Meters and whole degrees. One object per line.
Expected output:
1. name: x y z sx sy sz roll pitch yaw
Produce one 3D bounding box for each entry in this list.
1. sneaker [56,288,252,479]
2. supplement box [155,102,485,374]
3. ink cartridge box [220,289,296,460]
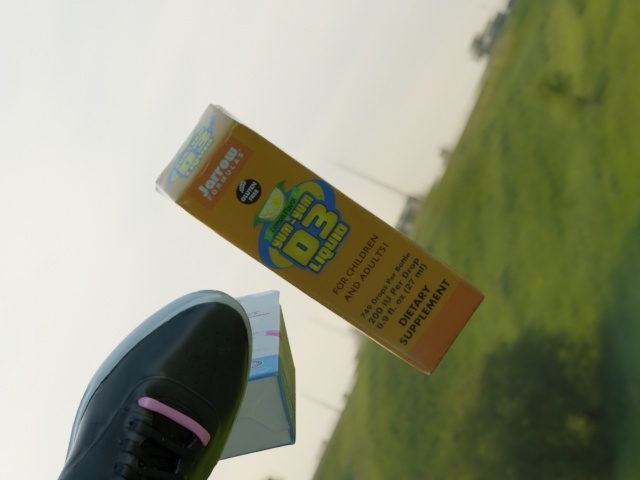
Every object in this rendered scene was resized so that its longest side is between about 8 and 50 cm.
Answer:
1. sneaker: -0.114 0.171 1.120 0.296 0.104 0.147 -57 22 -4
2. supplement box: 0.000 0.000 1.295 0.078 0.233 0.080 -55 19 3
3. ink cartridge box: -0.074 0.103 1.388 0.181 0.104 0.061 -91 -12 -71
